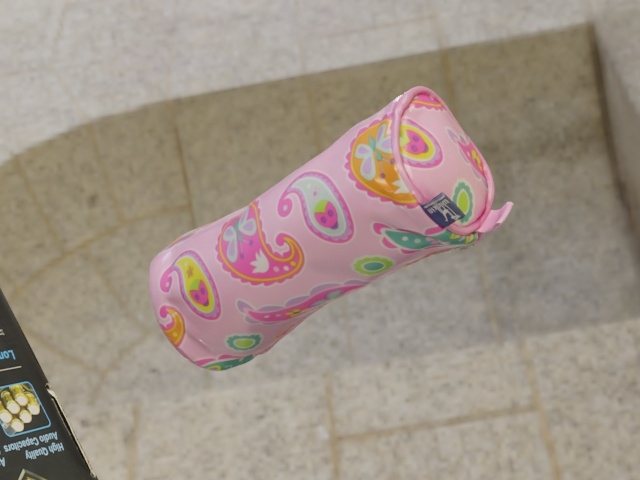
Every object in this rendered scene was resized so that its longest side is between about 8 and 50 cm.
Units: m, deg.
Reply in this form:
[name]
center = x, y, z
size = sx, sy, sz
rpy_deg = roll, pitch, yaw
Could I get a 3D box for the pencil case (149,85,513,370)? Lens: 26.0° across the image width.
[pencil case]
center = 0.000, 0.000, 1.030
size = 0.124, 0.284, 0.124
rpy_deg = 30, -135, -36

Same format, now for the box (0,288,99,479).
[box]
center = -0.154, 0.038, 0.321
size = 0.175, 0.051, 0.220
rpy_deg = 60, -156, 10
